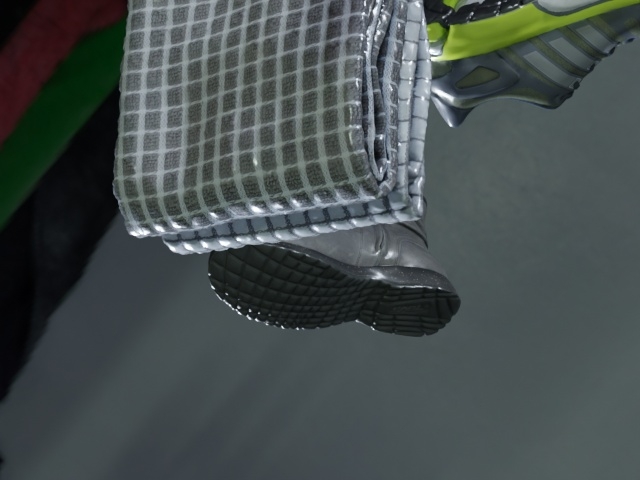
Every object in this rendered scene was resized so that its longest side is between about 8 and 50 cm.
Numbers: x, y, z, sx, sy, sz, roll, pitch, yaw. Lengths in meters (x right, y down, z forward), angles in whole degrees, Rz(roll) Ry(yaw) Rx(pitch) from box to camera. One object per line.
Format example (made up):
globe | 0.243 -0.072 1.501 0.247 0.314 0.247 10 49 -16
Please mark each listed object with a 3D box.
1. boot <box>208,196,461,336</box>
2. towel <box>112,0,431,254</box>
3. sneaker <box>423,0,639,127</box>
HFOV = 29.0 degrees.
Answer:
boot | 0.000 0.000 1.533 0.338 0.222 0.118 15 -53 -29
towel | -0.039 -0.143 0.947 0.235 0.283 0.121 -10 -20 32
sneaker | 0.219 -0.187 1.101 0.300 0.111 0.121 -13 -54 -8
